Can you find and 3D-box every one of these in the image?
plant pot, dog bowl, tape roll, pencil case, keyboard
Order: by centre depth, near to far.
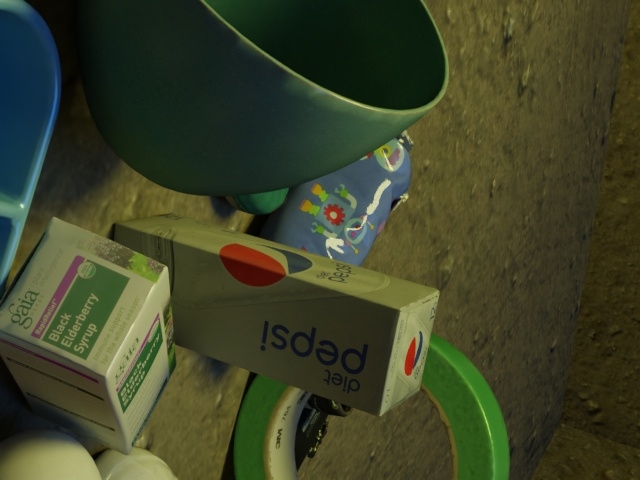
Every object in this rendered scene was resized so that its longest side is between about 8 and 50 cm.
[{"bbox_3d":[-0.257,-0.035,0.707,0.166,0.074,0.297,18,88,-67],"label":"dog bowl"},{"bbox_3d":[-0.074,-0.148,0.851,0.195,0.290,0.290,-44,174,34],"label":"plant pot"},{"bbox_3d":[0.000,0.000,1.238,0.306,0.133,0.119,-61,-173,-26],"label":"pencil case"},{"bbox_3d":[0.056,0.253,1.286,0.077,0.321,0.321,8,98,-67],"label":"tape roll"},{"bbox_3d":[-0.018,0.250,1.501,0.180,0.023,0.108,-58,146,-30],"label":"keyboard"}]

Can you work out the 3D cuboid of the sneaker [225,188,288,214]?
[{"bbox_3d":[-0.034,-0.152,1.067,0.108,0.121,0.302,-41,141,-51],"label":"sneaker"}]

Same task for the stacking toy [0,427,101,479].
[{"bbox_3d":[-0.246,0.380,0.822,0.350,0.351,0.480,59,34,-60],"label":"stacking toy"}]

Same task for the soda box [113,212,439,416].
[{"bbox_3d":[-0.048,0.057,0.965,0.091,0.286,0.098,-16,119,-62],"label":"soda box"}]

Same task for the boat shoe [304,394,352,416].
[{"bbox_3d":[0.026,0.116,1.432,0.081,0.069,0.227,-7,107,-57],"label":"boat shoe"}]

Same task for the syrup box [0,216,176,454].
[{"bbox_3d":[-0.175,0.083,0.850,0.237,0.096,0.093,106,8,-66],"label":"syrup box"}]

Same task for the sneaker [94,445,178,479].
[{"bbox_3d":[-0.122,0.303,1.118,0.108,0.169,0.292,-63,154,-18],"label":"sneaker"}]
